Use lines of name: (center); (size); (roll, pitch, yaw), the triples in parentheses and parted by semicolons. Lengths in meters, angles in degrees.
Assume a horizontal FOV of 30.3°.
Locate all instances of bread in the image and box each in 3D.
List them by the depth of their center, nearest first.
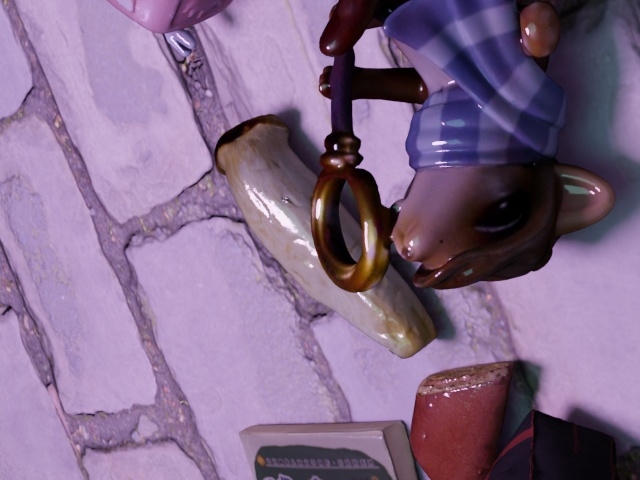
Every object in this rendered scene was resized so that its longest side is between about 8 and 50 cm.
bread: (0.146, 0.202, 1.286); (0.119, 0.067, 0.192); (22, 120, 33)

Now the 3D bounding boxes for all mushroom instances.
mushroom: (-0.002, 0.002, 1.325); (0.333, 0.087, 0.107); (52, 132, 9)

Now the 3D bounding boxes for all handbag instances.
handbag: (0.218, 0.298, 1.191); (0.155, 0.169, 0.215); (21, 122, 2)

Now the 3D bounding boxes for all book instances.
book: (0.045, 0.403, 1.473); (0.260, 0.043, 0.371); (-11, 100, 42)

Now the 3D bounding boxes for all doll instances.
doll: (0.114, -0.116, 1.089); (0.317, 0.209, 0.340); (-3, 107, 45)

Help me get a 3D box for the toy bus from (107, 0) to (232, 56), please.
toy bus: (-0.195, -0.358, 1.282); (0.294, 0.197, 0.232); (45, 141, 16)
